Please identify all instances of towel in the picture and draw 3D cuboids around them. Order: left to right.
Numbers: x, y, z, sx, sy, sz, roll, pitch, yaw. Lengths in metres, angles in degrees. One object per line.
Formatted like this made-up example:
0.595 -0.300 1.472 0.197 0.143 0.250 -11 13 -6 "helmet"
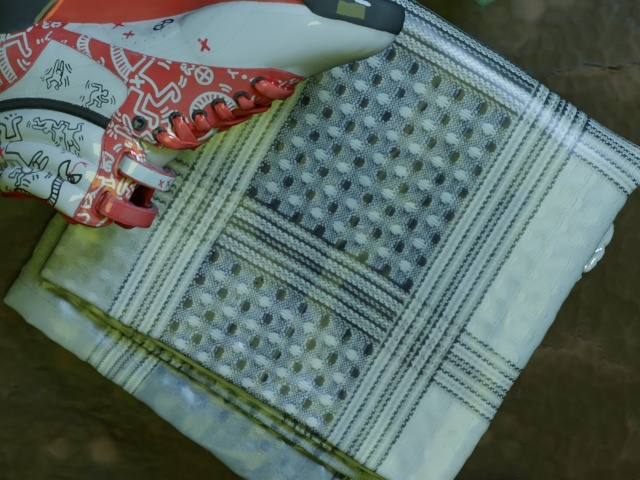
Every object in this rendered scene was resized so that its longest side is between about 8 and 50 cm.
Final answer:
0.000 0.000 1.025 0.312 0.056 0.324 33 98 -2 "towel"

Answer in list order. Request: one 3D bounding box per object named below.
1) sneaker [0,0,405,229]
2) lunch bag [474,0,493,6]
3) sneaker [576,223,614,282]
-0.080 -0.078 0.957 0.270 0.090 0.145 2 89 19 "sneaker"
0.079 -0.291 0.949 0.223 0.160 0.262 25 113 -18 "lunch bag"
0.117 0.013 1.077 0.170 0.068 0.071 -23 101 -2 "sneaker"
